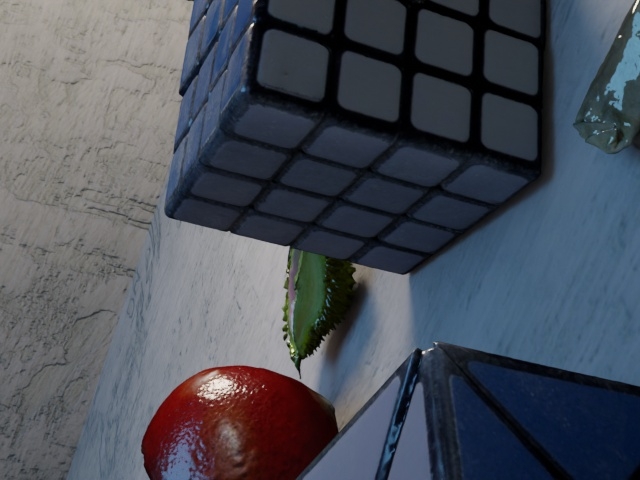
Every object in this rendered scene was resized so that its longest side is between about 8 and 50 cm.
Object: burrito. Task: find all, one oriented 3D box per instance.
[{"bbox_3d":[0.306,-0.206,0.933,0.275,0.059,0.082,-68,27,20],"label":"burrito"}]

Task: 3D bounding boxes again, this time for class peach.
[{"bbox_3d":[-0.100,0.337,1.373,0.281,0.281,0.338,144,136,-61],"label":"peach"}]

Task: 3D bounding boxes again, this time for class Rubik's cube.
[{"bbox_3d":[0.134,0.256,0.783,0.255,0.260,0.259,125,154,-44],"label":"Rubik's cube"},{"bbox_3d":[0.034,-0.192,1.247,0.344,0.343,0.337,139,141,-60],"label":"Rubik's cube"}]

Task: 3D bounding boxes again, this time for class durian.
[{"bbox_3d":[-0.002,0.076,1.529,0.137,0.095,0.221,-109,31,-68],"label":"durian"}]

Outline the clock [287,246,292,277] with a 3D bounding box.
[{"bbox_3d":[0.000,0.000,1.656,0.184,0.040,0.185,-165,90,-71],"label":"clock"}]
